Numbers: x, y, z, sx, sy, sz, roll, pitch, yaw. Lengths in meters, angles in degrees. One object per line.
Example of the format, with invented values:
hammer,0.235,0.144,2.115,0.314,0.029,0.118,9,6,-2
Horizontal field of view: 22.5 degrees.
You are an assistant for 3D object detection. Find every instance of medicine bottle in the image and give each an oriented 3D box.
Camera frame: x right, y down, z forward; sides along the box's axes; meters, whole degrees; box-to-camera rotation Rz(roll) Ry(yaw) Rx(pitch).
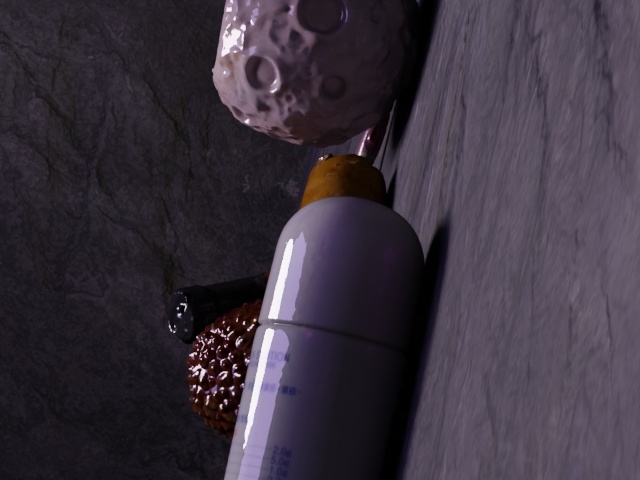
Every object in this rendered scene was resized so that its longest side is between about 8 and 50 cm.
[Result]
medicine bottle,0.000,0.131,1.305,0.130,0.130,0.341,123,158,-80

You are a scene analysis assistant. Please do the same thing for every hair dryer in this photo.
hair dryer,0.058,-0.111,1.944,0.106,0.054,0.154,167,120,-81

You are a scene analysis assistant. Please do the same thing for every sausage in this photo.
sausage,0.014,0.026,1.721,0.109,0.109,0.270,108,174,-54

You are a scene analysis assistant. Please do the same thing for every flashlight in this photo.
flashlight,-0.081,0.074,2.013,0.093,0.232,0.093,14,108,52

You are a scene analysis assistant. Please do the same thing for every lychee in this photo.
lychee,-0.067,0.153,1.907,0.188,0.188,0.188,-167,90,-86

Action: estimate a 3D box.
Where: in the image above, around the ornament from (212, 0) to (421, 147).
ornament,-0.002,-0.233,1.834,0.259,0.225,0.259,-168,90,-86
